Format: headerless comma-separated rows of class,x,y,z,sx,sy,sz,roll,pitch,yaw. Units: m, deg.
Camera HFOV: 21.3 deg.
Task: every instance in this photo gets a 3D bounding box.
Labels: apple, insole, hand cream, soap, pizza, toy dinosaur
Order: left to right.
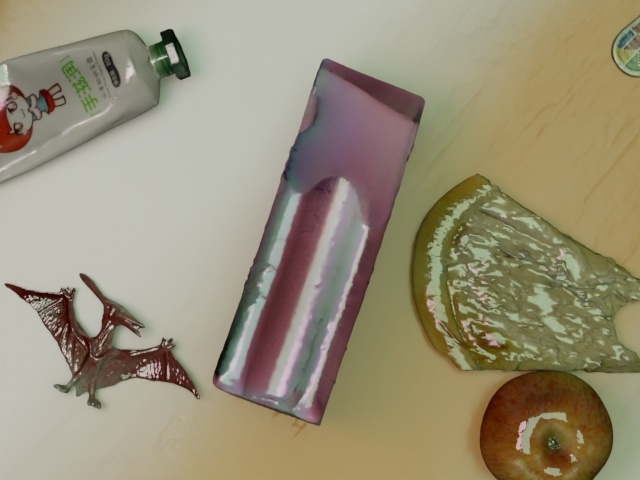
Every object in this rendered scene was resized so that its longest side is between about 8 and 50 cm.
hand cream,-0.289,-0.119,1.628,0.336,0.076,0.121,-21,83,3
toy dinosaur,-0.212,0.101,1.618,0.220,0.032,0.108,28,87,4
soap,0.000,0.000,1.552,0.109,0.193,0.323,18,83,-1
pizza,0.206,0.059,1.630,0.262,0.034,0.181,25,84,1
apple,0.211,0.180,1.583,0.126,0.102,0.126,0,85,-2
insole,0.361,-0.238,1.677,0.065,0.006,0.193,44,85,3
